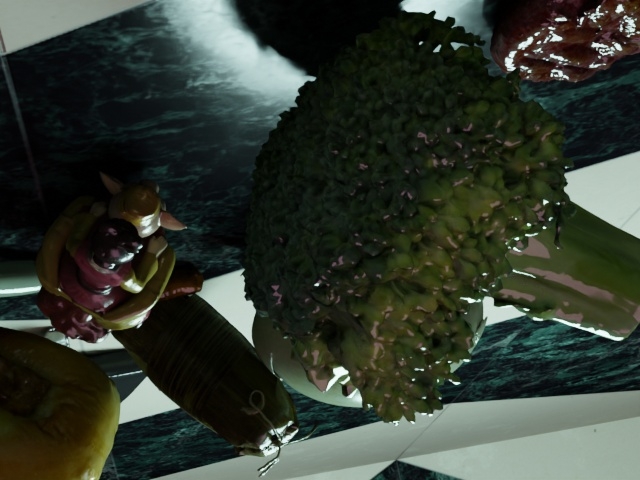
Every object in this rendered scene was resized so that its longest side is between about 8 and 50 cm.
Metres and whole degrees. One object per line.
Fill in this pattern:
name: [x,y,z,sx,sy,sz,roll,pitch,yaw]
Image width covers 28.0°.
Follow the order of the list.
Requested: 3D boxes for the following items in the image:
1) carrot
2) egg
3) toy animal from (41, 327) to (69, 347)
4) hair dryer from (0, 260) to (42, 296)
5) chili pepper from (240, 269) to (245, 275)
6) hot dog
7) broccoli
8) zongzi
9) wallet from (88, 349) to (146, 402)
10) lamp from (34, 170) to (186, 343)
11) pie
carrot: [-0.210,0.056,1.376,0.171,0.042,0.042,-10,162,-12]
egg: [0.051,0.084,1.377,0.253,0.186,0.186,-7,163,4]
toy animal: [-0.354,0.150,1.523,0.124,0.071,0.085,-15,180,-13]
hair dryer: [-0.333,0.047,1.264,0.237,0.075,0.206,-7,170,-40]
chili pepper: [0.000,0.000,1.262,0.192,0.084,0.086,-23,143,20]
hot dog: [-0.423,0.203,1.391,0.405,0.185,0.223,-15,135,34]
broccoli: [0.069,0.018,0.944,0.249,0.302,0.375,-43,170,-29]
zongzi: [-0.113,0.165,1.496,0.111,0.248,0.241,-47,169,-7]
wallet: [-0.318,0.201,1.750,0.149,0.044,0.250,-7,162,-27]
lamp: [-0.185,0.007,1.132,0.118,0.118,0.253,-4,158,-22]
pie: [0.201,-0.162,0.963,0.154,0.036,0.154,-11,162,-4]
